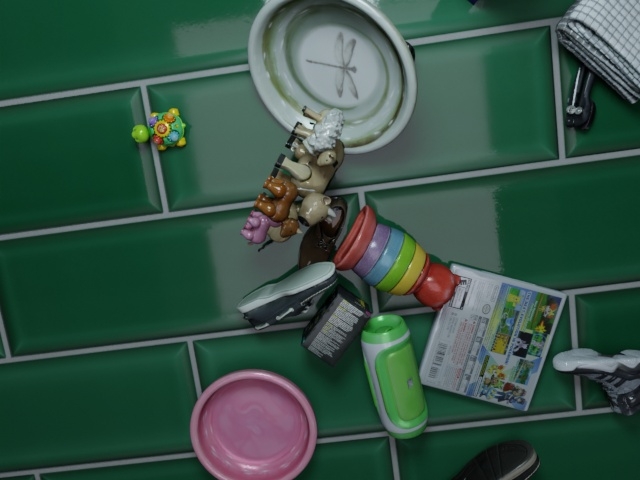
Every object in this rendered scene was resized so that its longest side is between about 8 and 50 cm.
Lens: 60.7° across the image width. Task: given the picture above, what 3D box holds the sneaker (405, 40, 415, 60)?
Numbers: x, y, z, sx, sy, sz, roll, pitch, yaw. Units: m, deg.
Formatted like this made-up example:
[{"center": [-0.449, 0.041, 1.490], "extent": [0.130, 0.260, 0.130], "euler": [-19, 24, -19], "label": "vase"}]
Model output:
[{"center": [0.090, -0.449, 1.273], "extent": [0.268, 0.106, 0.101], "euler": [3, 101, 3], "label": "sneaker"}]

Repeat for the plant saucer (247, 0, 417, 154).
[{"center": [0.033, -0.380, 1.221], "extent": [0.401, 0.100, 0.400], "euler": [18, 140, 16], "label": "plant saucer"}]

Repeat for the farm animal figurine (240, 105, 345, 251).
[{"center": [-0.037, -0.113, 1.251], "extent": [0.172, 0.330, 0.326], "euler": [27, 83, -7], "label": "farm animal figurine"}]

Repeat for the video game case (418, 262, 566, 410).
[{"center": [0.435, 0.251, 1.410], "extent": [0.300, 0.036, 0.328], "euler": [15, 99, 0], "label": "video game case"}]

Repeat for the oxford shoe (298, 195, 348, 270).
[{"center": [0.000, 0.000, 1.355], "extent": [0.083, 0.096, 0.227], "euler": [20, 102, -6], "label": "oxford shoe"}]

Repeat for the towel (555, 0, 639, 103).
[{"center": [0.697, -0.472, 1.220], "extent": [0.284, 0.121, 0.235], "euler": [39, 82, -5], "label": "towel"}]

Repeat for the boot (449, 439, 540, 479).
[{"center": [0.480, 0.723, 1.433], "extent": [0.284, 0.138, 0.377], "euler": [45, 102, -4], "label": "boot"}]

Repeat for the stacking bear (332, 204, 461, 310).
[{"center": [0.197, 0.064, 1.333], "extent": [0.289, 0.164, 0.175], "euler": [29, 99, -7], "label": "stacking bear"}]

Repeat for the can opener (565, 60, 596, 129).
[{"center": [0.622, -0.358, 1.300], "extent": [0.059, 0.073, 0.186], "euler": [10, 98, 40], "label": "can opener"}]

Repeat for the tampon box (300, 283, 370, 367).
[{"center": [0.039, 0.211, 1.374], "extent": [0.101, 0.120, 0.161], "euler": [35, 99, -3], "label": "tampon box"}]

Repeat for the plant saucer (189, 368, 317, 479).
[{"center": [-0.172, 0.490, 1.448], "extent": [0.332, 0.084, 0.331], "euler": [0, 99, 3], "label": "plant saucer"}]

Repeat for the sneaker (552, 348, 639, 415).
[{"center": [0.723, 0.359, 1.382], "extent": [0.269, 0.101, 0.153], "euler": [0, 97, 0], "label": "sneaker"}]

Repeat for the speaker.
[{"center": [0.187, 0.342, 1.377], "extent": [0.131, 0.131, 0.296], "euler": [-14, 105, 4], "label": "speaker"}]

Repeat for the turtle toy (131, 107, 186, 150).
[{"center": [-0.394, -0.269, 1.339], "extent": [0.130, 0.066, 0.095], "euler": [-12, 99, 4], "label": "turtle toy"}]

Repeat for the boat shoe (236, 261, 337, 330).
[{"center": [-0.069, 0.141, 1.348], "extent": [0.303, 0.114, 0.091], "euler": [-23, 108, 35], "label": "boat shoe"}]

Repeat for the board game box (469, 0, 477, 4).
[{"center": [0.399, -0.641, 1.107], "extent": [0.078, 0.347, 0.233], "euler": [38, 99, -5], "label": "board game box"}]
